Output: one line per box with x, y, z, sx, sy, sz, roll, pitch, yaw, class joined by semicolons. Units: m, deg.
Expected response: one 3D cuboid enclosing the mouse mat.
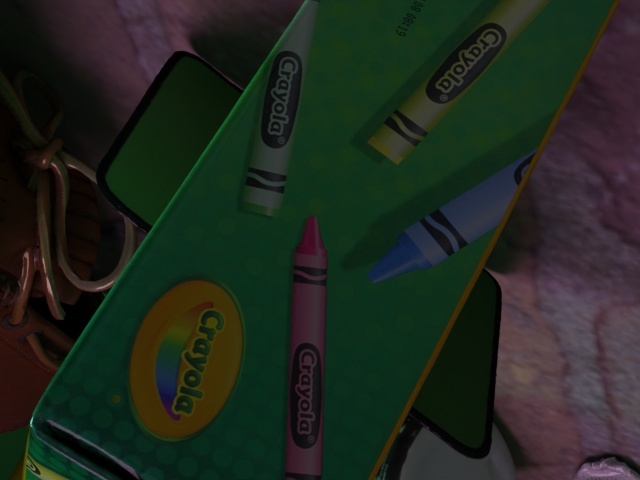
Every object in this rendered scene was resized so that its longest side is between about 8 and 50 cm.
0.000;0.000;0.631;0.189;0.152;0.007;35;117;-9;mouse mat

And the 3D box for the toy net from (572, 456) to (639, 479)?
0.203;0.207;0.842;0.122;0.045;0.232;4;140;36;toy net

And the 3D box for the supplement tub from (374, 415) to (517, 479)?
0.004;0.143;0.845;0.190;0.117;0.117;-4;135;43;supplement tub

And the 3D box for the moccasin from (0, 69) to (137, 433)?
-0.167;-0.010;0.749;0.147;0.139;0.380;-16;146;-4;moccasin

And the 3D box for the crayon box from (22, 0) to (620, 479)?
0.009;-0.001;0.481;0.081;0.278;0.165;28;149;4;crayon box

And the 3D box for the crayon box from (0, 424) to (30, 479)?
-0.371;0.171;0.988;0.363;0.313;0.106;29;146;-4;crayon box
